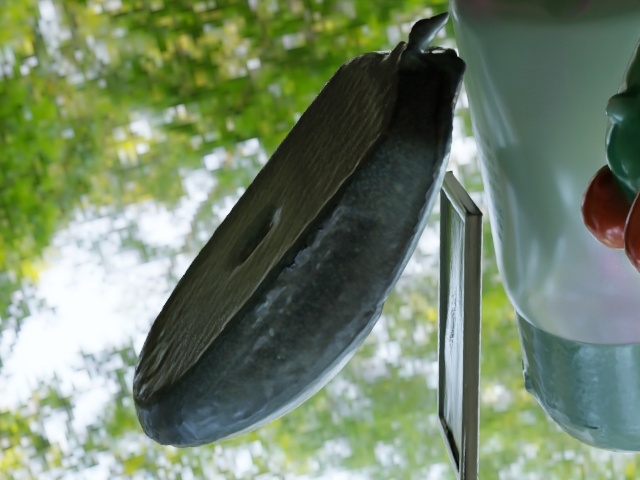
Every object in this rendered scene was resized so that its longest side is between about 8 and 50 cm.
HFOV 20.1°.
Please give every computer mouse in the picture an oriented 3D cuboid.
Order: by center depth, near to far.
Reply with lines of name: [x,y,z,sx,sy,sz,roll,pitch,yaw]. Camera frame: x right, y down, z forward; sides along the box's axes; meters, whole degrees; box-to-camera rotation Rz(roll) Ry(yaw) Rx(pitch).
computer mouse: [0.004,0.004,0.786,0.229,0.068,0.113,-51,-156,15]

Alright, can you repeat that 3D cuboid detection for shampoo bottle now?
shampoo bottle: [0.175,-0.024,1.068,0.151,0.349,0.222,-3,-144,14]

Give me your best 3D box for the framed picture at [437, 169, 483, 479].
framed picture: [0.073,0.045,0.959,0.011,0.149,0.109,0,-167,-3]

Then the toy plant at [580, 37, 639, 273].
toy plant: [0.179,-0.156,0.646,0.279,0.185,0.400,-23,-134,22]
